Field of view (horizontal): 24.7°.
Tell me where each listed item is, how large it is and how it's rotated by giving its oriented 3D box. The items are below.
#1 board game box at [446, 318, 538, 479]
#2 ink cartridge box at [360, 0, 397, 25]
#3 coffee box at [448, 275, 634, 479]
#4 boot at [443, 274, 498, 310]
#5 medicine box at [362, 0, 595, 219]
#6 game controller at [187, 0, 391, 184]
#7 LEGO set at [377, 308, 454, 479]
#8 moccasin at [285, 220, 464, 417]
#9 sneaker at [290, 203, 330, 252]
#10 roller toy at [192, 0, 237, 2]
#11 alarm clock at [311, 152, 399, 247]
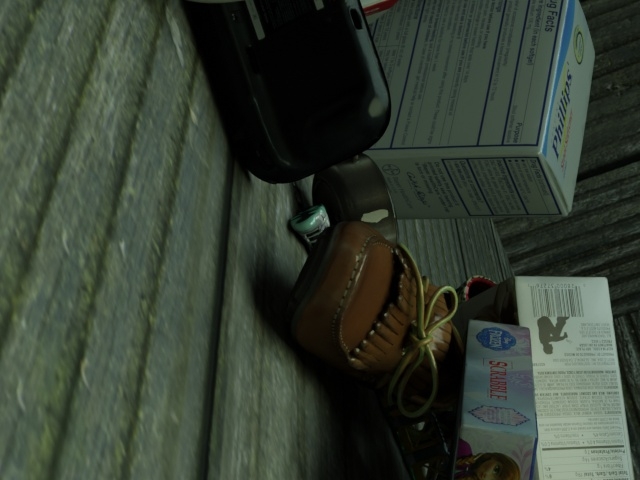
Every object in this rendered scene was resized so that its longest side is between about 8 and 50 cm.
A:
[{"bbox_3d":[0.139,0.264,1.300,0.318,0.066,0.319,-62,159,-75],"label":"board game box"},{"bbox_3d":[-0.022,-0.305,1.533,0.273,0.114,0.197,165,-95,-80],"label":"ink cartridge box"},{"bbox_3d":[0.227,0.200,1.514,0.168,0.119,0.297,144,-56,-64],"label":"coffee box"},{"bbox_3d":[0.212,0.166,1.941,0.236,0.085,0.178,65,-24,7],"label":"boot"},{"bbox_3d":[0.179,-0.173,1.851,0.149,0.289,0.263,57,40,-51],"label":"medicine box"},{"bbox_3d":[-0.043,-0.218,1.362,0.067,0.166,0.319,-5,76,-66],"label":"game controller"},{"bbox_3d":[0.200,0.197,1.739,0.331,0.192,0.255,-1,71,-79],"label":"LEGO set"},{"bbox_3d":[0.068,0.088,1.378,0.139,0.147,0.380,-61,157,-15],"label":"moccasin"},{"bbox_3d":[0.000,0.000,1.516,0.098,0.038,0.069,-44,113,-78],"label":"sneaker"},{"bbox_3d":[-0.085,-0.298,1.222,0.209,0.191,0.146,78,0,-58],"label":"roller toy"},{"bbox_3d":[0.040,-0.007,1.577,0.129,0.064,0.192,151,-80,-73],"label":"alarm clock"}]
